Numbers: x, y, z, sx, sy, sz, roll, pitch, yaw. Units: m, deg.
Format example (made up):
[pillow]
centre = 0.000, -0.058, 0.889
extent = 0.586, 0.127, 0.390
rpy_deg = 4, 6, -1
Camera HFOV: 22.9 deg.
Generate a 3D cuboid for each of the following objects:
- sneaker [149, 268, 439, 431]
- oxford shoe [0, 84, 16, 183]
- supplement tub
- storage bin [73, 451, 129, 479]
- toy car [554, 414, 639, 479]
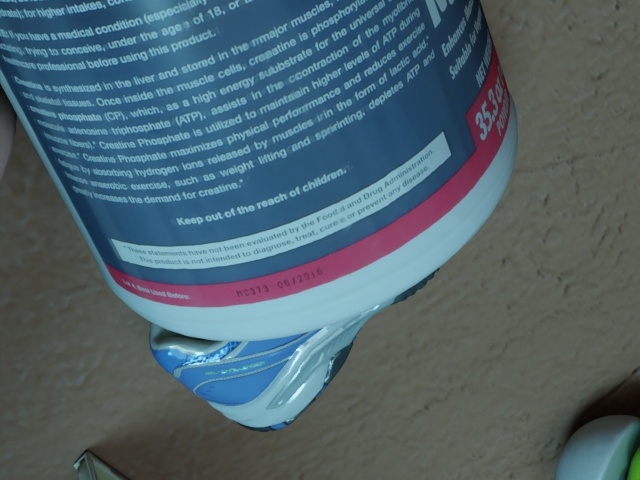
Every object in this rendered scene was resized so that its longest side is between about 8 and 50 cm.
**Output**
[sneaker]
centre = 0.000, 0.000, 0.761
extent = 0.081, 0.080, 0.211
rpy_deg = 28, 103, -35
[oxford shoe]
centre = -0.289, 0.061, 0.644
extent = 0.397, 0.140, 0.146
rpy_deg = -46, 117, 4
[supplement tub]
centre = -0.045, -0.114, 0.611
extent = 0.191, 0.191, 0.272
rpy_deg = -27, 125, -6
[storage bin]
centre = -0.048, 0.286, 0.794
extent = 0.123, 0.260, 0.262
rpy_deg = -41, 125, 8
[toy car]
centre = 0.225, 0.177, 0.930
extent = 0.136, 0.159, 0.182
rpy_deg = -31, 133, -47
